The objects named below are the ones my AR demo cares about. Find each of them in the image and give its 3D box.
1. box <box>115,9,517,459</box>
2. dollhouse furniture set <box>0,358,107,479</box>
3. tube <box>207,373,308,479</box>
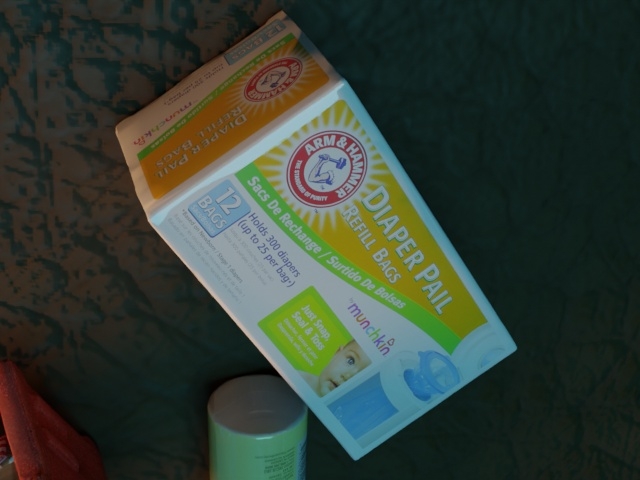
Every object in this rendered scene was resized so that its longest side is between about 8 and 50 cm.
[{"bbox_3d":[0.000,0.000,0.560,0.114,0.103,0.203,-36,125,3],"label":"box"},{"bbox_3d":[-0.180,0.262,0.648,0.201,0.152,0.374,-26,142,-5],"label":"dollhouse furniture set"},{"bbox_3d":[-0.042,0.200,0.687,0.070,0.062,0.240,-7,121,-13],"label":"tube"}]
